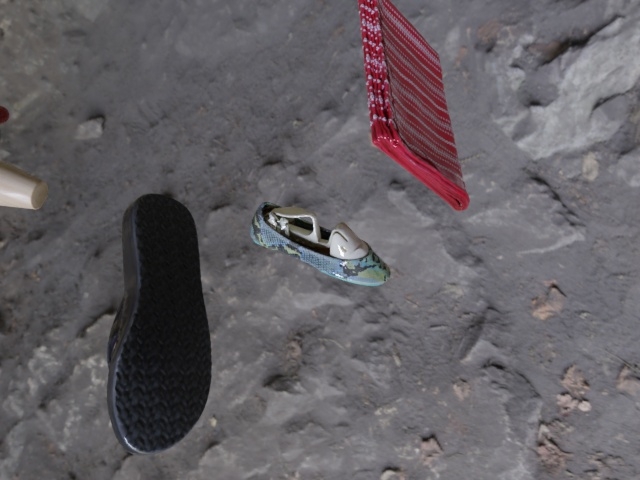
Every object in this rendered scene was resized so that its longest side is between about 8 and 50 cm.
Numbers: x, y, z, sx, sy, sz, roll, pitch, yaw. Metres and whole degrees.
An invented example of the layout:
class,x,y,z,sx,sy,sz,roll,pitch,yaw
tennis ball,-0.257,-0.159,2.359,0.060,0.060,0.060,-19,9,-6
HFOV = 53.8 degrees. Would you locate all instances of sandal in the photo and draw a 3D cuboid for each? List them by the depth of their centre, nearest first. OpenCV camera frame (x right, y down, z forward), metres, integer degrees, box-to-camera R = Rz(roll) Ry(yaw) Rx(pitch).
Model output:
class,x,y,z,sx,sy,sz,roll,pitch,yaw
sandal,-0.270,0.132,1.036,0.107,0.167,0.446,-34,48,37

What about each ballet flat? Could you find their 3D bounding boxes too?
class,x,y,z,sx,sy,sz,roll,pitch,yaw
ballet flat,0.000,0.000,0.778,0.188,0.070,0.070,18,81,9

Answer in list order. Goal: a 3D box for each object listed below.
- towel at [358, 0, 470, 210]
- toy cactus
class,x,y,z,sx,sy,sz,roll,pitch,yaw
towel,0.120,-0.187,0.804,0.031,0.199,0.275,-23,55,32
toy cactus,-0.403,-0.070,0.725,0.180,0.112,0.219,17,70,5
